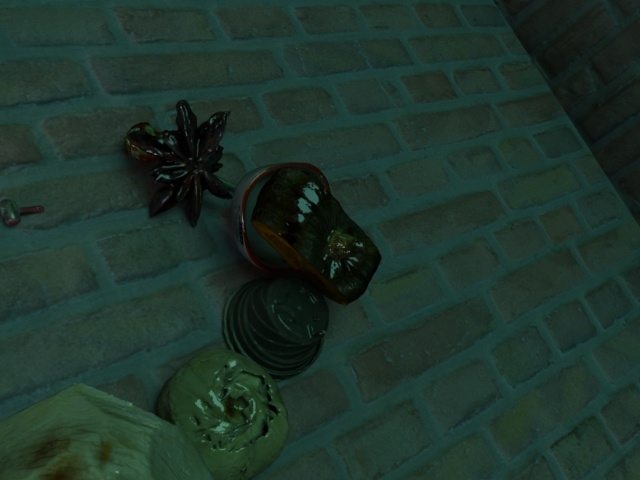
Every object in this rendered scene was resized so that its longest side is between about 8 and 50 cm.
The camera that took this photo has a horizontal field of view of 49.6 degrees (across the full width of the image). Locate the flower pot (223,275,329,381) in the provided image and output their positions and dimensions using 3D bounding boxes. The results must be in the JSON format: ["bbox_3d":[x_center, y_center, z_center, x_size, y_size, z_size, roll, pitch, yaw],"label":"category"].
[{"bbox_3d":[-0.073,0.164,1.443,0.235,0.140,0.235,16,57,-27],"label":"flower pot"}]

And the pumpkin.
[{"bbox_3d":[0.000,0.000,1.411,0.139,0.222,0.317,-49,123,-15],"label":"pumpkin"}]

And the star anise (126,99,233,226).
[{"bbox_3d":[-0.276,-0.163,1.458,0.212,0.129,0.283,-21,119,-26],"label":"star anise"}]

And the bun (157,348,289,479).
[{"bbox_3d":[-0.168,0.318,1.277,0.259,0.152,0.259,16,54,-23],"label":"bun"}]

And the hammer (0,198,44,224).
[{"bbox_3d":[-0.565,-0.057,1.315,0.083,0.031,0.052,-11,72,-50],"label":"hammer"}]

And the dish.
[{"bbox_3d":[-0.098,-0.058,1.540,0.256,0.117,0.256,-8,104,-34],"label":"dish"}]

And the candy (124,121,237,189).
[{"bbox_3d":[-0.301,-0.175,1.547,0.287,0.078,0.084,25,46,-29],"label":"candy"}]

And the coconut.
[{"bbox_3d":[-0.345,0.400,0.946,0.415,0.415,0.344,25,93,-20],"label":"coconut"}]
